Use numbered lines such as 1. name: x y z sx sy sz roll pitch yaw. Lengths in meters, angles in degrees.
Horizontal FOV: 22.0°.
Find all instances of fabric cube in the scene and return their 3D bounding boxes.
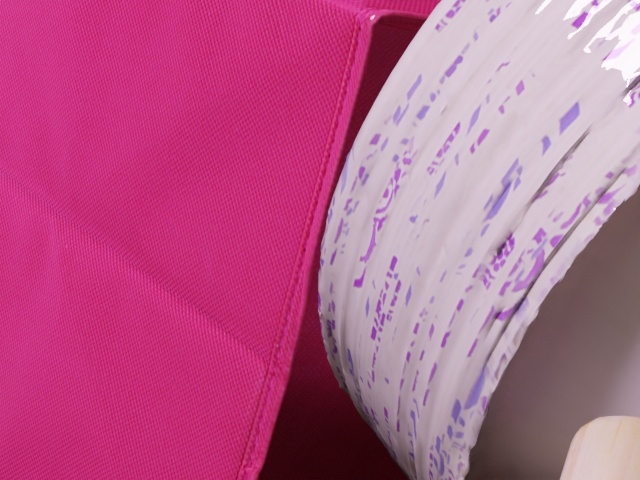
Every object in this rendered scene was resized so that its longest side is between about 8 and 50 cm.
1. fabric cube: 0.000 0.000 0.701 0.258 0.254 0.259 31 111 43

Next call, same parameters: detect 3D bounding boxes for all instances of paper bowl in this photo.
1. paper bowl: 0.153 0.007 0.497 0.148 0.284 0.284 54 127 35

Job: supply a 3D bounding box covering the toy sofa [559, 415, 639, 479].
1. toy sofa: 0.164 0.206 0.414 0.177 0.362 0.150 -17 36 41
